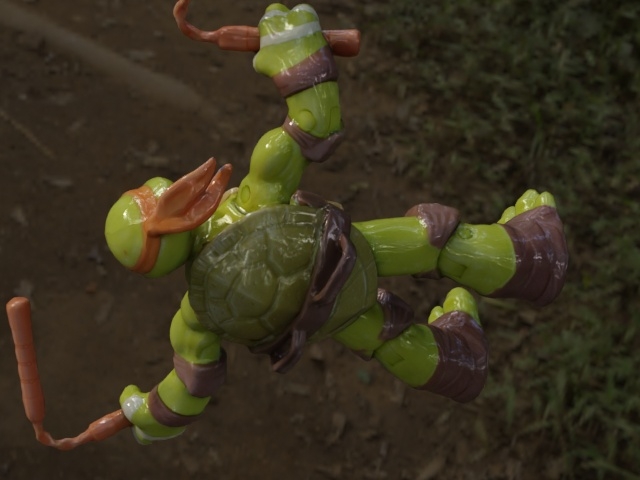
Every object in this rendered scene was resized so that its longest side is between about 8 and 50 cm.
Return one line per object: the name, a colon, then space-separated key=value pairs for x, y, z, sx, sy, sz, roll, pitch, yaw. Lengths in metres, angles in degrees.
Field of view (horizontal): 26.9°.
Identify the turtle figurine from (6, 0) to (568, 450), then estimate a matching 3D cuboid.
turtle figurine: x=0.000 y=0.000 z=0.571 sx=0.217 sy=0.270 sz=0.087 roll=11 pitch=23 yaw=-29
